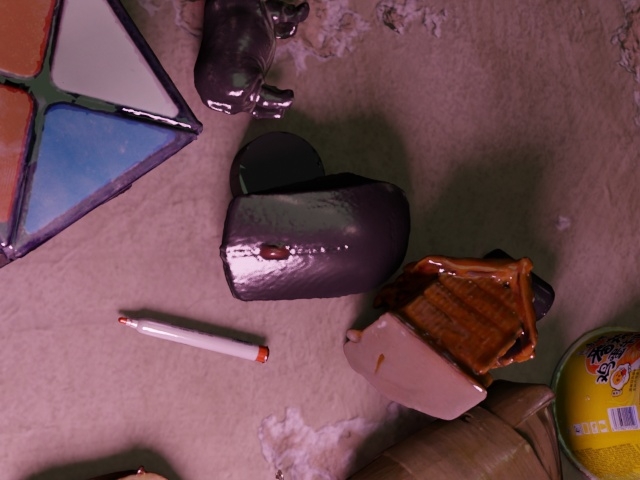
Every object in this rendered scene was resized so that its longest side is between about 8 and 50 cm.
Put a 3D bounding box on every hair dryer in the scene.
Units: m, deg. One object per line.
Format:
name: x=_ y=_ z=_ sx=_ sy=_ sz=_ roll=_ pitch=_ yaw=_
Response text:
hair dryer: x=0.252 y=0.144 z=2.020 sx=0.114 sy=0.070 sz=0.248 roll=34 pitch=74 yaw=-14

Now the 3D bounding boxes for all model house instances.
model house: x=0.186 y=0.120 z=1.908 sx=0.229 sy=0.199 sz=0.219 roll=-39 pitch=82 yaw=-29

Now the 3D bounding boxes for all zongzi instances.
zongzi: x=0.177 y=0.441 z=1.887 sx=0.447 sy=0.181 sz=0.418 roll=-26 pitch=102 yaw=-22

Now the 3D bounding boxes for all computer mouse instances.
computer mouse: x=0.003 y=0.001 z=1.893 sx=0.295 sy=0.087 sz=0.168 roll=-10 pitch=109 yaw=-25

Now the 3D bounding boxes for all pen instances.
pen: x=-0.175 y=0.134 z=1.859 sx=0.218 sy=0.026 sz=0.026 roll=15 pitch=75 yaw=-20

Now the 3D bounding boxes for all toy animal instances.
toy animal: x=-0.108 y=-0.337 z=1.928 sx=0.168 sy=0.106 sz=0.343 roll=-2 pitch=76 yaw=-16

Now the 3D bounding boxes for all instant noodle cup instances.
instant noodle cup: x=0.508 y=0.246 z=2.036 sx=0.264 sy=0.200 sz=0.265 roll=5 pitch=78 yaw=-22

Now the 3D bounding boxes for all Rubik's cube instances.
Rubik's cube: x=-0.378 y=-0.156 z=1.674 sx=0.305 sy=0.310 sz=0.307 roll=-36 pitch=96 yaw=-21

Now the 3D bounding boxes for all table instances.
table: x=-0.061 y=-0.088 z=1.935 sx=0.133 sy=0.043 sz=0.134 roll=4 pitch=80 yaw=-22

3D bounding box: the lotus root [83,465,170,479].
lotus root: x=-0.249 y=0.384 z=1.759 sx=0.261 sy=0.074 sz=0.170 roll=47 pitch=66 yaw=-8
